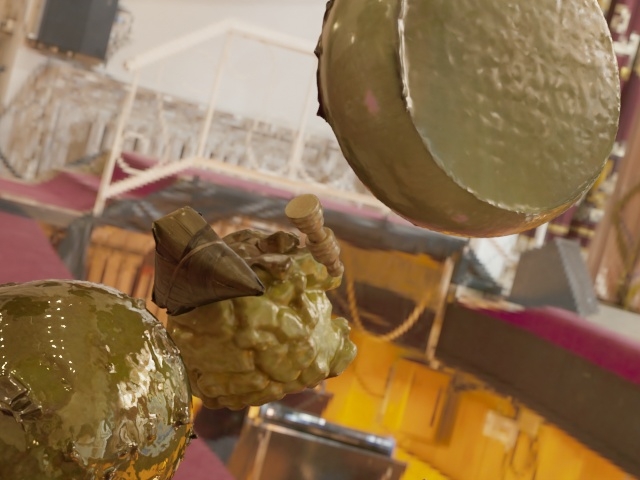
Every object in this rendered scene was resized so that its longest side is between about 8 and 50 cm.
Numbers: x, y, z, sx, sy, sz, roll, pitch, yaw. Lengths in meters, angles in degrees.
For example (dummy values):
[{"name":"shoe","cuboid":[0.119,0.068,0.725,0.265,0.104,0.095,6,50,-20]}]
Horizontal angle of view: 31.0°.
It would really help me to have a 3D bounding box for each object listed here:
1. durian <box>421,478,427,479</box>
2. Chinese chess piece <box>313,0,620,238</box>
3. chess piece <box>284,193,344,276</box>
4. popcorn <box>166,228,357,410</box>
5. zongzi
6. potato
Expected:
[{"name":"durian","cuboid":[0.126,0.427,1.758,0.148,0.188,0.091,3,33,-23]},{"name":"Chinese chess piece","cuboid":[0.163,-0.175,1.244,0.349,0.349,0.146,13,-15,-31]},{"name":"chess piece","cuboid":[0.000,0.000,1.099,0.035,0.035,0.092,17,-34,44]},{"name":"popcorn","cuboid":[-0.087,0.104,1.626,0.293,0.237,0.293,-18,13,4]},{"name":"zongzi","cuboid":[-0.136,0.062,1.425,0.176,0.160,0.078,37,54,24]},{"name":"potato","cuboid":[-0.219,0.140,0.938,0.270,0.219,0.359,-16,0,11]}]
